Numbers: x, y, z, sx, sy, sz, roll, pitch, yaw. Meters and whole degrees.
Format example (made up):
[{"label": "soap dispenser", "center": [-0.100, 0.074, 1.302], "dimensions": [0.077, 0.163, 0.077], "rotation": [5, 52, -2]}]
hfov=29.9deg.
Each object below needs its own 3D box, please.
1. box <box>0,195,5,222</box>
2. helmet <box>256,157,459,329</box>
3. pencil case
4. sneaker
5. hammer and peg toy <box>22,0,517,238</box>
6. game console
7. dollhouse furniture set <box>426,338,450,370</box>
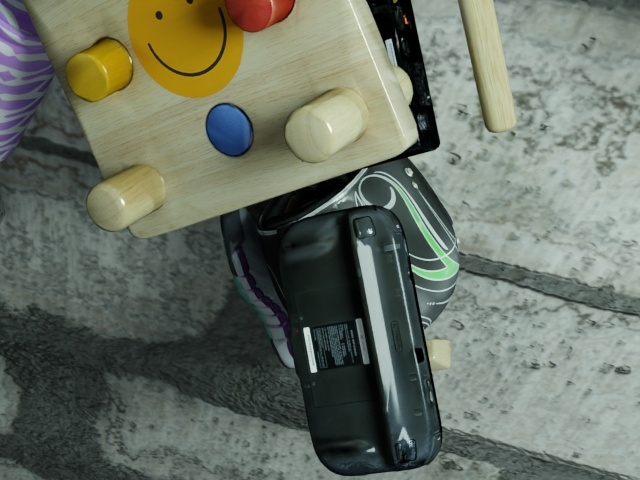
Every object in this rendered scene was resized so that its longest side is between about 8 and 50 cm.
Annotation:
[{"label": "box", "center": [-0.387, -0.051, 1.145], "dimensions": [0.137, 0.072, 0.126], "rotation": [10, 142, 6]}, {"label": "helmet", "center": [0.039, 0.015, 1.024], "dimensions": [0.169, 0.169, 0.161], "rotation": [-21, 112, 37]}, {"label": "pencil case", "center": [-0.267, -0.143, 0.989], "dimensions": [0.088, 0.086, 0.206], "rotation": [49, 136, 3]}, {"label": "sneaker", "center": [-0.022, 0.033, 1.140], "dimensions": [0.098, 0.083, 0.224], "rotation": [-17, 139, 7]}, {"label": "hammer and peg toy", "center": [-0.041, -0.150, 0.785], "dimensions": [0.361, 0.127, 0.266], "rotation": [-15, 102, 34]}, {"label": "game console", "center": [0.000, 0.000, 0.911], "dimensions": [0.213, 0.361, 0.044], "rotation": [-12, 177, 31]}, {"label": "dollhouse furniture set", "center": [0.090, 0.152, 1.236], "dimensions": [0.114, 0.091, 0.081], "rotation": [-12, 149, 27]}]
